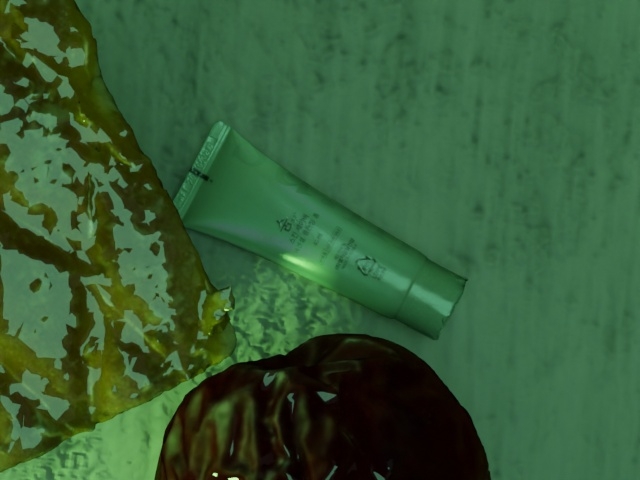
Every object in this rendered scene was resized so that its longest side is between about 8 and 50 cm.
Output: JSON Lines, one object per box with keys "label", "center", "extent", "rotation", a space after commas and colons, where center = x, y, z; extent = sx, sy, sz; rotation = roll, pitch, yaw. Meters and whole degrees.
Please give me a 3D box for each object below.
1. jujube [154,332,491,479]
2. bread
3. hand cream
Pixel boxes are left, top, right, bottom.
{"label": "jujube", "center": [0.013, 0.231, 0.998], "extent": [0.216, 0.216, 0.342], "rotation": [-8, 95, -6]}
{"label": "bread", "center": [-0.227, 0.012, 0.976], "extent": [0.279, 0.207, 0.279], "rotation": [-29, 91, -7]}
{"label": "hand cream", "center": [0.000, 0.000, 1.077], "extent": [0.205, 0.050, 0.078], "rotation": [29, 95, 2]}
